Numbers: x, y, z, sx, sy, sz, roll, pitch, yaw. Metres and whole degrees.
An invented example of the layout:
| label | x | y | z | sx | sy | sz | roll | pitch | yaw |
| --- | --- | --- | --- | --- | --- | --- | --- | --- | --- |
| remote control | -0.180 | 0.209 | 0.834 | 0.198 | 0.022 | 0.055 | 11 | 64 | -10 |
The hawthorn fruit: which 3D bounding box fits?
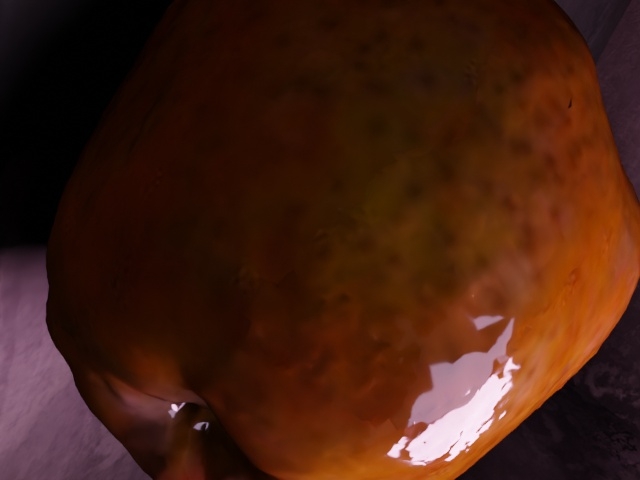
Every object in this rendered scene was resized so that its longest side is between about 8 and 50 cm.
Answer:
| label | x | y | z | sx | sy | sz | roll | pitch | yaw |
| --- | --- | --- | --- | --- | --- | --- | --- | --- | --- |
| hawthorn fruit | 0.000 | 0.000 | 0.857 | 0.472 | 0.472 | 0.471 | -47 | 162 | -20 |
